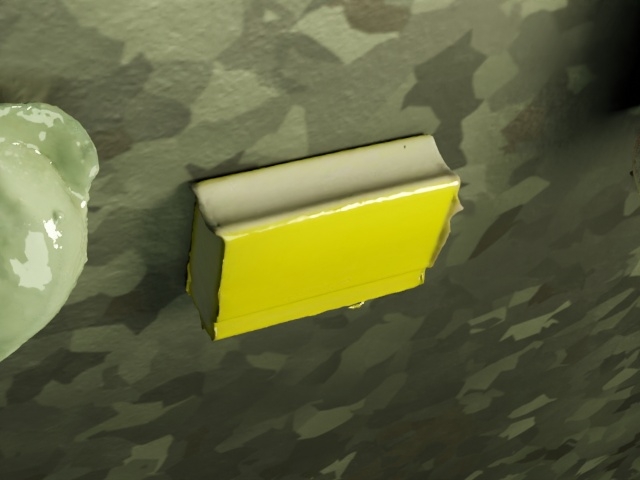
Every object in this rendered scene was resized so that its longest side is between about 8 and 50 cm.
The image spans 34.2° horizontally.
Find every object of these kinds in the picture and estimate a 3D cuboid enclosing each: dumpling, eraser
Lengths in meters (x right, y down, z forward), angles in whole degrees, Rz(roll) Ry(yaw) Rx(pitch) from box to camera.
[{"bbox_3d":[-0.231,-0.006,0.701,0.219,0.153,0.108,-57,-176,17],"label":"dumpling"},{"bbox_3d":[0.000,0.000,0.893,0.226,0.069,0.158,-13,143,-20],"label":"eraser"}]

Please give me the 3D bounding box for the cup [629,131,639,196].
[{"bbox_3d":[0.388,-0.139,0.831,0.253,0.253,0.274,-23,141,-7],"label":"cup"}]
